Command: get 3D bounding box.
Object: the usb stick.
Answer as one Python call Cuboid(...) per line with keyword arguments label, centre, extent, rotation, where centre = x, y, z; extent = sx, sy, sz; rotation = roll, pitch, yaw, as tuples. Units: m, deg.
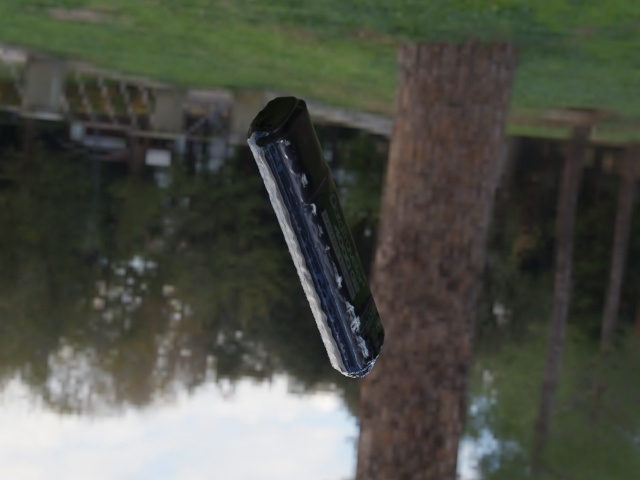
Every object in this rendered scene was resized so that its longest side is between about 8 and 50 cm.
Cuboid(label="usb stick", centre=(0.000, 0.000, 1.298), extent=(0.045, 0.278, 0.077), rotation=(-3, -145, 26))
